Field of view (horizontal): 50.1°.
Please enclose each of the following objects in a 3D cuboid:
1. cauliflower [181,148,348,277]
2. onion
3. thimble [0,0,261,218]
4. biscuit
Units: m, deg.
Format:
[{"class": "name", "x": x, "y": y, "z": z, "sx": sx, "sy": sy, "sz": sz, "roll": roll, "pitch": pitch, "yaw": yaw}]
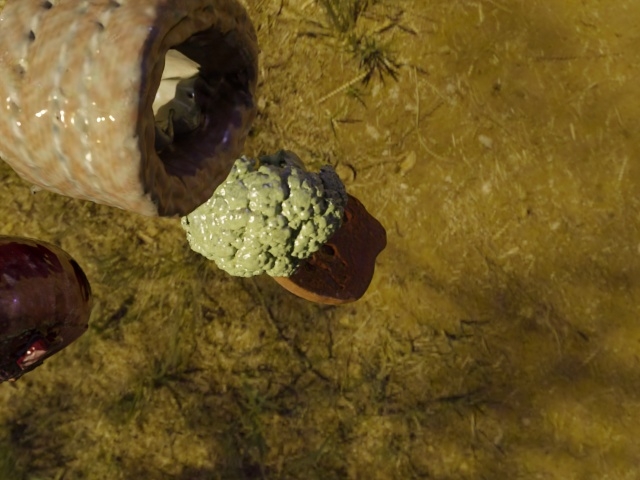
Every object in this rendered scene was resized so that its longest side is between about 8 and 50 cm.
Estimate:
[{"class": "cauliflower", "x": -0.104, "y": -0.068, "z": 1.205, "sx": 0.275, "sy": 0.250, "sz": 0.272, "roll": 30, "pitch": 129, "yaw": -4}, {"class": "onion", "x": -0.267, "y": 0.039, "z": 0.540, "sx": 0.098, "sy": 0.206, "sz": 0.151, "roll": -26, "pitch": 90, "yaw": 32}, {"class": "thimble", "x": -0.155, "y": -0.129, "z": 0.579, "sx": 0.148, "sy": 0.229, "sz": 0.196, "roll": 15, "pitch": 130, "yaw": 13}, {"class": "biscuit", "x": -0.001, "y": 0.000, "z": 1.422, "sx": 0.273, "sy": 0.257, "sz": 0.049, "roll": 34, "pitch": 153, "yaw": -16}]
